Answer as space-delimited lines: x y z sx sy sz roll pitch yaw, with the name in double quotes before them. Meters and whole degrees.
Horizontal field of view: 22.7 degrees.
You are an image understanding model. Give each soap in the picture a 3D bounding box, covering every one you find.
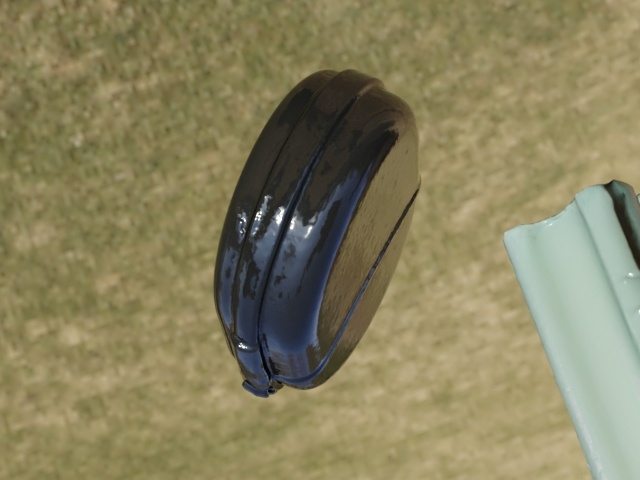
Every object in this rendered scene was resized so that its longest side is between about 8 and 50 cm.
"soap" 0.213 0.097 0.975 0.094 0.261 0.150 -30 153 23

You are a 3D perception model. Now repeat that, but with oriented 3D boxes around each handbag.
"handbag" 0.001 0.000 1.310 0.093 0.253 0.308 21 158 14
